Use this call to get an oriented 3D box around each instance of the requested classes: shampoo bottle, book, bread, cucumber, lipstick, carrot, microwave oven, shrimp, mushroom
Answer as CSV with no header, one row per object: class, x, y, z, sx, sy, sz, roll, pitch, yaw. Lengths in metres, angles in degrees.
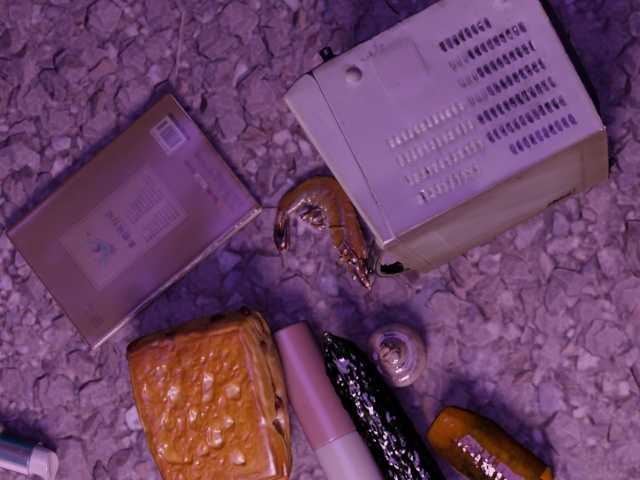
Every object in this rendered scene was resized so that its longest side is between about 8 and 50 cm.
shampoo bottle,-0.453,0.282,1.979,0.192,0.074,0.074,13,87,13
book,-0.262,-0.027,2.002,0.310,0.021,0.217,-40,79,5
bread,-0.136,0.217,1.889,0.210,0.099,0.235,-16,87,25
cucumber,0.087,0.243,1.857,0.072,0.072,0.300,-31,88,7
lipstick,0.007,0.233,1.893,0.070,0.070,0.254,-28,79,7
carrot,0.219,0.277,1.840,0.173,0.082,0.082,33,91,13
microwave oven,0.161,-0.137,1.736,0.333,0.394,0.247,-29,80,7
shrimp,0.000,0.000,1.939,0.124,0.034,0.178,-22,78,11
mushroom,0.096,0.150,1.879,0.085,0.079,0.085,-1,83,10
